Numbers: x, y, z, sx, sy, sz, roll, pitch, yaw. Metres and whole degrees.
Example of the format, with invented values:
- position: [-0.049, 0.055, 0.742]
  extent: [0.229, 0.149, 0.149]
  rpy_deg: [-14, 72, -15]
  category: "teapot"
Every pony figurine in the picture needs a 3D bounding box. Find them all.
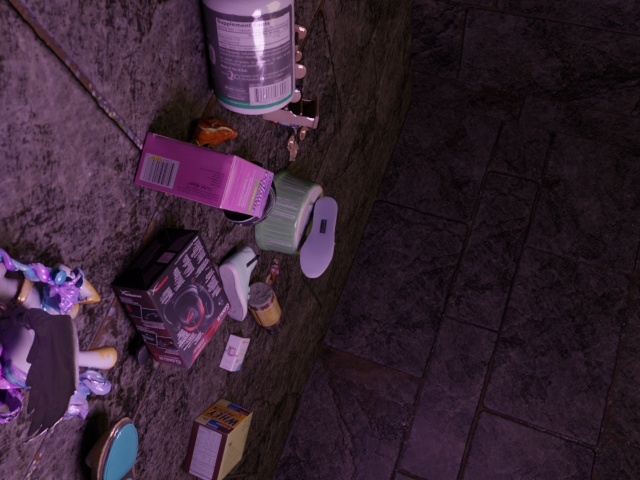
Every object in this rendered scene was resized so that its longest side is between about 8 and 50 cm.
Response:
- position: [-0.464, 0.162, 0.873]
  extent: [0.363, 0.303, 0.350]
  rpy_deg: [67, 10, -63]
  category: "pony figurine"

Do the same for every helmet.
- position: [-0.204, -0.126, 1.608]
  extent: [0.169, 0.170, 0.161]
  rpy_deg: [-55, 140, -50]
  category: "helmet"

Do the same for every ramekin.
- position: [-0.103, -0.091, 2.032]
  extent: [0.303, 0.148, 0.303]
  rpy_deg: [17, 90, -75]
  category: "ramekin"

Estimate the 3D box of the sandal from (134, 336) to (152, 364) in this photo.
- position: [-0.439, 0.263, 1.437]
  extent: [0.179, 0.040, 0.067]
  rpy_deg: [-73, -178, -78]
  category: "sandal"

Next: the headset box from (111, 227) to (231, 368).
- position: [-0.343, 0.150, 1.374]
  extent: [0.218, 0.110, 0.293]
  rpy_deg: [-59, 145, -43]
  category: "headset box"

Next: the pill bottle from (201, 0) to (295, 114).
- position: [-0.159, -0.490, 1.282]
  extent: [0.361, 0.204, 0.204]
  rpy_deg: [92, 21, -45]
  category: "pill bottle"

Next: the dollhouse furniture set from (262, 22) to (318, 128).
- position: [-0.067, -0.458, 1.605]
  extent: [0.242, 0.161, 0.212]
  rpy_deg: [108, -13, -46]
  category: "dollhouse furniture set"

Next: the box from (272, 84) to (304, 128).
- position: [-0.103, -0.425, 1.773]
  extent: [0.027, 0.094, 0.137]
  rpy_deg: [-55, 156, -50]
  category: "box"

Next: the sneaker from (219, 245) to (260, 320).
- position: [-0.249, 0.139, 1.847]
  extent: [0.151, 0.094, 0.255]
  rpy_deg: [-49, 150, -44]
  category: "sneaker"

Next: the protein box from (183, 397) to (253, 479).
- position: [-0.360, 0.707, 2.003]
  extent: [0.200, 0.136, 0.201]
  rpy_deg: [-20, 126, -71]
  category: "protein box"

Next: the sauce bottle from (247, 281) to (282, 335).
- position: [-0.206, 0.270, 2.143]
  extent: [0.344, 0.112, 0.111]
  rpy_deg: [83, 28, -61]
  category: "sauce bottle"

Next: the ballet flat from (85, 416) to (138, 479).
- position: [-0.505, 0.554, 1.358]
  extent: [0.123, 0.123, 0.348]
  rpy_deg: [-50, 149, -56]
  category: "ballet flat"

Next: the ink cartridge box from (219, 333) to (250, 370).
- position: [-0.306, 0.401, 2.027]
  extent: [0.088, 0.052, 0.122]
  rpy_deg: [44, 65, -74]
  category: "ink cartridge box"

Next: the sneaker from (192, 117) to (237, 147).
- position: [-0.271, -0.271, 1.434]
  extent: [0.067, 0.064, 0.175]
  rpy_deg: [-57, 166, 21]
  category: "sneaker"

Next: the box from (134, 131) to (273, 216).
- position: [-0.256, -0.144, 1.292]
  extent: [0.243, 0.214, 0.117]
  rpy_deg: [5, 101, -76]
  category: "box"

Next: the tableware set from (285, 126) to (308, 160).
- position: [-0.087, -0.370, 2.037]
  extent: [0.141, 0.020, 0.168]
  rpy_deg: [47, 61, -73]
  category: "tableware set"

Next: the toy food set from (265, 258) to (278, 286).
- position: [-0.187, 0.137, 2.231]
  extent: [0.078, 0.019, 0.122]
  rpy_deg: [49, 59, -73]
  category: "toy food set"

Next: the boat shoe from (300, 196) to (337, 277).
- position: [-0.004, -0.001, 1.989]
  extent: [0.105, 0.113, 0.306]
  rpy_deg: [89, 6, -65]
  category: "boat shoe"
